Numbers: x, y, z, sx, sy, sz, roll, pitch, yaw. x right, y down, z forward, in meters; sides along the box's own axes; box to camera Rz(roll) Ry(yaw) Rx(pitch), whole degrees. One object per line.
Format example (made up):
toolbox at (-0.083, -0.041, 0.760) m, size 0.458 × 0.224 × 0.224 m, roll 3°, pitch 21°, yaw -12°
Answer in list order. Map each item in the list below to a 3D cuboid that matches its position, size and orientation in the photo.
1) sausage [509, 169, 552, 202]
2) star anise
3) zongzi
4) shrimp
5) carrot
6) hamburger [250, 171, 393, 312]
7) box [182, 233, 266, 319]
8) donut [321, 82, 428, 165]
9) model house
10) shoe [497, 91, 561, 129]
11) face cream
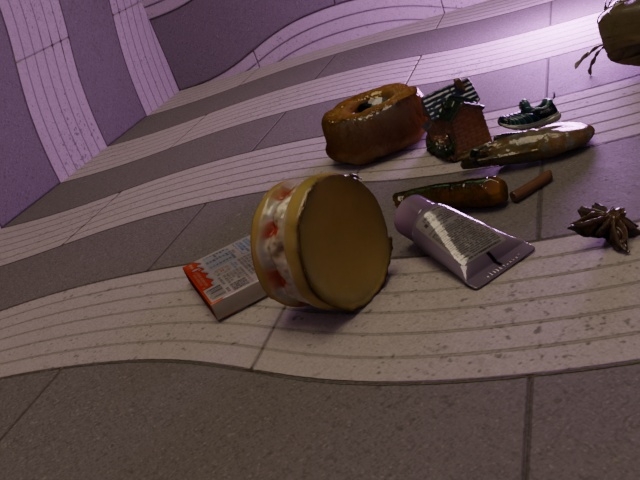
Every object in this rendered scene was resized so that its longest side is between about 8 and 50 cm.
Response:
sausage at (0.449, -0.116, 1.626) m, size 0.116 × 0.026 × 0.026 m, roll -30°, pitch 25°, yaw -21°
star anise at (0.514, -0.031, 1.355) m, size 0.124 × 0.056 × 0.129 m, roll 26°, pitch 41°, yaw 26°
zongzi at (0.873, -0.515, 1.861) m, size 0.500 × 0.218 × 0.467 m, roll -10°, pitch 19°, yaw 19°
shrimp at (0.477, -0.226, 1.797) m, size 0.317 × 0.077 × 0.168 m, roll -9°, pitch 16°, yaw 17°
carrot at (0.279, -0.094, 1.674) m, size 0.260 × 0.070 × 0.070 m, roll -6°, pitch 27°, yaw 33°
hamburger at (0.000, 0.000, 1.481) m, size 0.186 × 0.261 × 0.303 m, roll -2°, pitch 11°, yaw 45°
box at (-0.156, 0.058, 1.723) m, size 0.265 × 0.048 × 0.273 m, roll -27°, pitch 23°, yaw -13°
donut at (0.162, -0.333, 2.185) m, size 0.299 × 0.150 × 0.317 m, roll 6°, pitch 35°, yaw 41°
model house at (0.345, -0.317, 1.966) m, size 0.166 × 0.172 × 0.183 m, roll -20°, pitch 24°, yaw -1°
shoe at (0.479, -0.293, 1.766) m, size 0.143 × 0.071 × 0.064 m, roll -12°, pitch 12°, yaw 11°
face cream at (0.261, -0.003, 1.479) m, size 0.154 × 0.096 × 0.274 m, roll -28°, pitch 37°, yaw -22°
